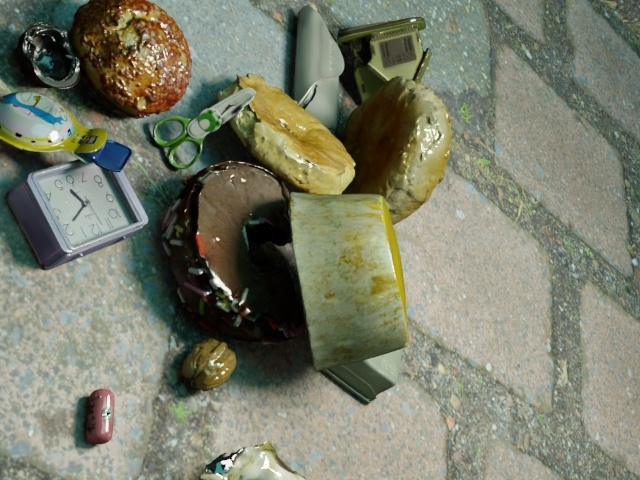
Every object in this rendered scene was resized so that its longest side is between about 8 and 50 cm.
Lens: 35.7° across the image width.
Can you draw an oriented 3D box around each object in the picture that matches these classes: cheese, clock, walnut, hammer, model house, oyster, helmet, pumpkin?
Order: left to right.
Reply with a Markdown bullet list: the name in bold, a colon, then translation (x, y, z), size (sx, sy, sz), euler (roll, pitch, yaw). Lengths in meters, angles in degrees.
- **helmet**: translation (-0.462, -0.300, 1.662), size (0.098, 0.070, 0.123), euler (-17, 88, -45)
- **cheese**: translation (-0.424, -0.175, 1.584), size (0.250, 0.064, 0.157), euler (22, 36, -7)
- **clock**: translation (-0.387, -0.050, 1.593), size (0.193, 0.073, 0.145), euler (-28, 89, -52)
- **hammer**: translation (-0.330, 0.264, 1.492), size (0.043, 0.043, 0.083), euler (24, 53, -38)
- **walnut**: translation (-0.187, 0.207, 1.661), size (0.079, 0.082, 0.096), euler (34, 40, 9)
- **oyster**: translation (-0.120, 0.452, 1.567), size (0.238, 0.115, 0.351), euler (40, 38, -12)
- **pumpkin**: translation (0.058, 0.056, 1.785), size (0.332, 0.199, 0.332), euler (169, -90, -90)
- **model house**: translation (0.166, -0.361, 2.293), size (0.218, 0.204, 0.279), euler (-28, 108, -80)

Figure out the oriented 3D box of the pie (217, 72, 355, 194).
- **pie**: translation (-0.062, -0.206, 1.973), size (0.339, 0.083, 0.339), euler (39, 20, -17)

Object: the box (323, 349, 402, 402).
- **box**: translation (0.083, 0.223, 1.937), size (0.172, 0.092, 0.124), euler (39, 43, -26)

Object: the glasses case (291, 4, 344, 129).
- **glasses case**: translation (0.000, -0.390, 2.222), size (0.128, 0.083, 0.308), euler (27, 50, -35)

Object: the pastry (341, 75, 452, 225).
- **pastry**: translation (0.160, -0.191, 2.107), size (0.136, 0.329, 0.330), euler (19, 54, -31)

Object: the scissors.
- **scissors**: translation (-0.207, -0.220, 1.824), size (0.101, 0.204, 0.027), euler (55, -3, -9)

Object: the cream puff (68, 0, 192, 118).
- **cream puff**: translation (-0.330, -0.332, 1.757), size (0.240, 0.164, 0.240), euler (26, 56, -46)

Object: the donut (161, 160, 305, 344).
- **donut**: translation (-0.161, 0.023, 1.757), size (0.259, 0.136, 0.345), euler (8, 61, -43)
